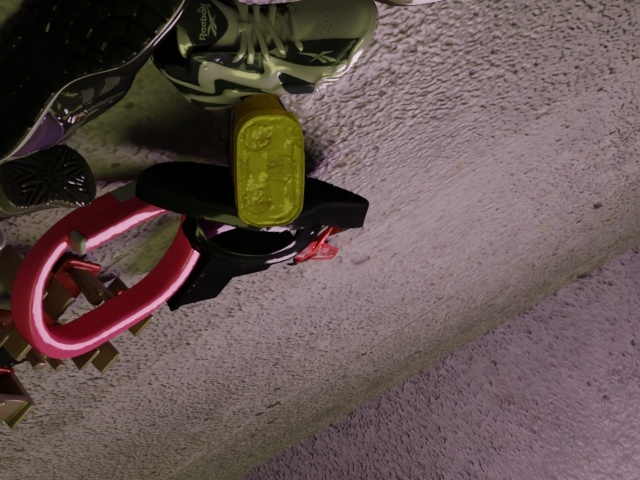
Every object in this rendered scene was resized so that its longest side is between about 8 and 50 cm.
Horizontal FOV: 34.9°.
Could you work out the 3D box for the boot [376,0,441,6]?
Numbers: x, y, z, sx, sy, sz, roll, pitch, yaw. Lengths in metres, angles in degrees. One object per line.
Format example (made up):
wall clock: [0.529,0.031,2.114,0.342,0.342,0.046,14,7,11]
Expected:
boot: [0.208,-0.374,0.932,0.377,0.138,0.284,-17,159,-7]

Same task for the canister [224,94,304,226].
canister: [-0.067,-0.102,1.144,0.073,0.170,0.126,-3,112,-9]

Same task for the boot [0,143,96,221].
boot: [-0.366,-0.035,1.073,0.208,0.076,0.189,-22,175,23]

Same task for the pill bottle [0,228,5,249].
pill bottle: [-0.416,0.015,1.215,0.083,0.043,0.043,-39,157,27]

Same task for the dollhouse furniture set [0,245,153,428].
dollhouse furniture set: [-0.405,0.124,1.406,0.259,0.135,0.262,-48,157,7]

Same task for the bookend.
bookend: [-0.146,0.026,1.541,0.157,0.072,0.156,-12,156,-38]

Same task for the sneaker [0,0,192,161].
sneaker: [-0.214,-0.179,0.955,0.283,0.107,0.124,-31,175,25]

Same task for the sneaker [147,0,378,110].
sneaker: [-0.072,-0.204,1.001,0.235,0.094,0.153,-7,168,28]

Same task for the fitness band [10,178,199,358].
fitness band: [-0.259,0.035,1.290,0.291,0.054,0.209,-31,144,-41]

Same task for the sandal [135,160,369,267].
sandal: [-0.071,-0.023,1.316,0.446,0.167,0.107,0,111,-60]

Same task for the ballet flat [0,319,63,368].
ballet flat: [-0.467,0.163,1.534,0.173,0.049,0.057,-29,124,-3]

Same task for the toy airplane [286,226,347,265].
toy airplane: [0.000,0.000,1.723,0.151,0.028,0.151,-25,161,-9]
